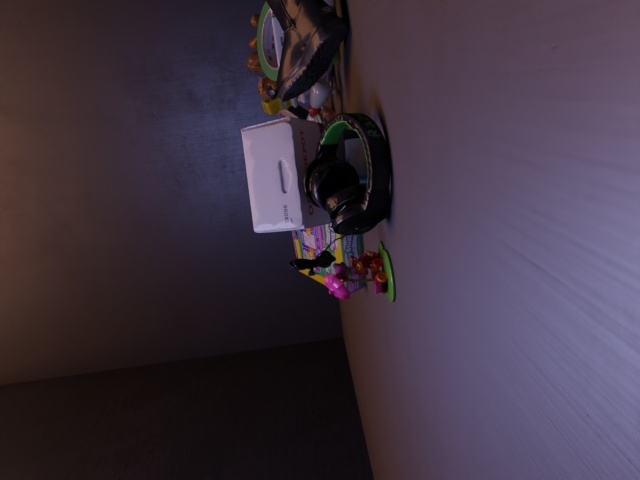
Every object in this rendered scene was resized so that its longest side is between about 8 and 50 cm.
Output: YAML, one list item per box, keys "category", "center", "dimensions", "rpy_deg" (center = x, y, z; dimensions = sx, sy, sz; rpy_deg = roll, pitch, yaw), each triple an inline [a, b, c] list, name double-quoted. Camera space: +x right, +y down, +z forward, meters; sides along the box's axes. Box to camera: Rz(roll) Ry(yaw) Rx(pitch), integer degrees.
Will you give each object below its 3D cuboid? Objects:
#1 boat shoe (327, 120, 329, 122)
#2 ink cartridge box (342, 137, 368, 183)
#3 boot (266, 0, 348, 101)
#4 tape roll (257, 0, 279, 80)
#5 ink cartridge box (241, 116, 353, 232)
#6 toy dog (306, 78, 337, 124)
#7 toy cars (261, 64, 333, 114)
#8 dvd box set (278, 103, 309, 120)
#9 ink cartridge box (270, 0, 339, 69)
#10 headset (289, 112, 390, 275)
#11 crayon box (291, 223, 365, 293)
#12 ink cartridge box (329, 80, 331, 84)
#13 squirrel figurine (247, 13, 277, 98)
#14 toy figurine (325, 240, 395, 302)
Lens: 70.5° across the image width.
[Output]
- category: "boat shoe"
  center: [0.057, -0.444, 1.894]
  dimensions: [0.135, 0.045, 0.050]
  rpy_deg: [80, 171, -50]
- category: "ink cartridge box"
  center: [0.098, -0.194, 1.232]
  dimensions: [0.180, 0.060, 0.104]
  rpy_deg: [89, 172, -78]
- category: "boot"
  center: [-0.131, -0.698, 1.352]
  dimensions: [0.445, 0.146, 0.367]
  rpy_deg: [57, 146, 1]
- category: "tape roll"
  center: [-0.143, -0.790, 1.770]
  dimensions: [0.321, 0.077, 0.321]
  rpy_deg: [22, 117, 52]
- category: "ink cartridge box"
  center: [-0.037, -0.186, 1.324]
  dimensions: [0.395, 0.166, 0.285]
  rpy_deg: [-15, -81, -62]
- category: "toy dog"
  center: [0.024, -0.457, 1.727]
  dimensions: [0.334, 0.161, 0.220]
  rpy_deg: [142, 115, -73]
- category: "toy cars"
  center: [-0.060, -0.565, 1.705]
  dimensions: [0.394, 0.087, 0.176]
  rpy_deg: [-37, -14, -46]
- category: "dvd box set"
  center: [-0.055, -0.484, 2.161]
  dimensions: [0.308, 0.062, 0.420]
  rpy_deg: [36, 169, 10]
- category: "ink cartridge box"
  center: [-0.056, -0.739, 1.520]
  dimensions: [0.121, 0.211, 0.289]
  rpy_deg: [-97, 1, -64]
- category: "headset"
  center: [0.029, -0.093, 1.042]
  dimensions: [0.243, 0.185, 0.394]
  rpy_deg: [53, 143, 43]
- category: "crayon box"
  center: [0.018, -0.012, 1.722]
  dimensions: [0.313, 0.106, 0.363]
  rpy_deg: [22, 127, 48]
- category: "ink cartridge box"
  center: [-0.066, -0.776, 1.966]
  dimensions: [0.198, 0.197, 0.270]
  rpy_deg: [-115, 17, -86]
- category: "squirrel figurine"
  center: [-0.164, -0.875, 2.260]
  dimensions: [0.281, 0.397, 0.370]
  rpy_deg: [167, 95, -72]
- category: "toy figurine"
  center: [0.088, 0.081, 1.123]
  dimensions: [0.130, 0.159, 0.173]
  rpy_deg: [84, 179, -45]
